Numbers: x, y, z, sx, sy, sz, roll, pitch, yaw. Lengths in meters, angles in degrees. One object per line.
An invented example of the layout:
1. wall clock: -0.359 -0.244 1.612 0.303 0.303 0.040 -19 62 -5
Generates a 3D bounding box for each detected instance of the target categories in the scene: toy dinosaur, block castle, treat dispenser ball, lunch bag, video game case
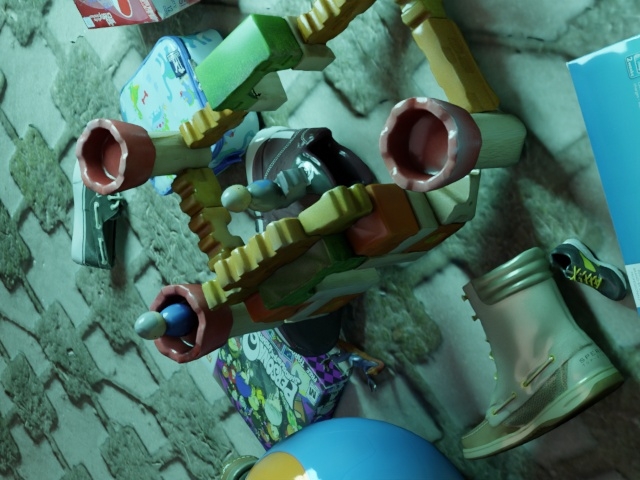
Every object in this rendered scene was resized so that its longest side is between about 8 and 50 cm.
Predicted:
1. toy dinosaur: 0.041 0.142 1.428 0.082 0.047 0.090 -15 81 37
2. block castle: -0.048 -0.088 1.206 0.453 0.213 0.303 -36 73 36
3. treat dispenser ball: 0.037 0.339 1.298 0.288 0.288 0.288 26 124 46
4. lunch bag: -0.175 -0.164 1.553 0.219 0.090 0.176 -28 84 56
5. video game case: -0.069 0.172 1.586 0.232 0.042 0.210 51 141 28

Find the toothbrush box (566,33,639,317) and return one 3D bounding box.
1. toothbrush box: 0.347 -0.074 0.838 0.295 0.126 0.216 -17 89 56

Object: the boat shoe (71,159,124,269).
1. boat shoe: -0.341 -0.058 1.846 0.070 0.078 0.219 13 116 13

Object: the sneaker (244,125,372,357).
1. sneaker: 0.000 0.000 1.368 0.162 0.106 0.281 -6 99 52

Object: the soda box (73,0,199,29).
1. soda box: -0.238 -0.331 1.524 0.263 0.092 0.083 14 133 59

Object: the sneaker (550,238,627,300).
1. sneaker: 0.247 0.032 1.099 0.083 0.035 0.031 41 135 37

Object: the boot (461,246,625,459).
1. boot: 0.187 0.117 1.183 0.213 0.077 0.165 -45 68 46

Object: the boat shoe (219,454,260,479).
1. boat shoe: -0.059 0.444 1.647 0.104 0.111 0.307 -12 93 69
